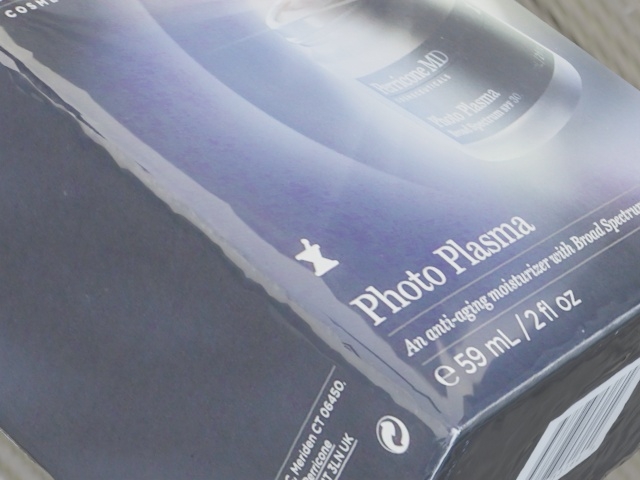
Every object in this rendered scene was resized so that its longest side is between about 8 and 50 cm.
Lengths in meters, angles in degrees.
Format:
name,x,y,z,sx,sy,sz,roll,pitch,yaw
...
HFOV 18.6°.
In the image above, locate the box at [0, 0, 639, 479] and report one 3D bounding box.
name,x,y,z,sx,sy,sz,roll,pitch,yaw
box,0.000,0.000,0.888,0.294,0.182,0.296,39,37,20
